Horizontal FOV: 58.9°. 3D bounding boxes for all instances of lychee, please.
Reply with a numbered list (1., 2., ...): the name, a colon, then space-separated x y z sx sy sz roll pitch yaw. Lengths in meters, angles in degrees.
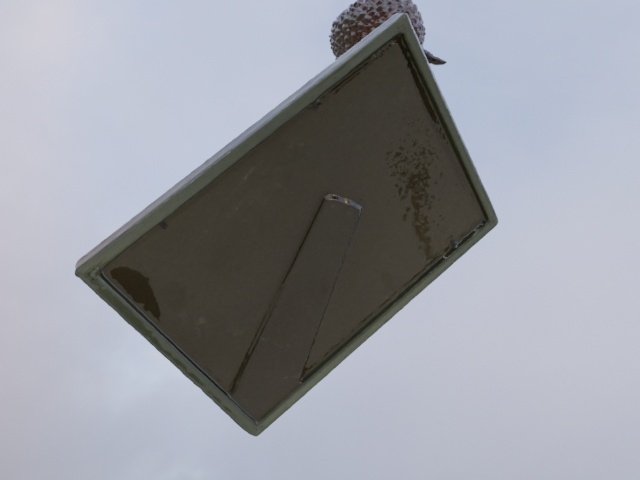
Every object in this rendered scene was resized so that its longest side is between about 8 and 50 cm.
1. lychee: 0.110 -0.320 0.933 0.197 0.165 0.165 13 -47 1

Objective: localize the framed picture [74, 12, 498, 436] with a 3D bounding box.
1. framed picture: 0.000 0.000 0.489 0.324 0.020 0.240 -41 -57 -7
